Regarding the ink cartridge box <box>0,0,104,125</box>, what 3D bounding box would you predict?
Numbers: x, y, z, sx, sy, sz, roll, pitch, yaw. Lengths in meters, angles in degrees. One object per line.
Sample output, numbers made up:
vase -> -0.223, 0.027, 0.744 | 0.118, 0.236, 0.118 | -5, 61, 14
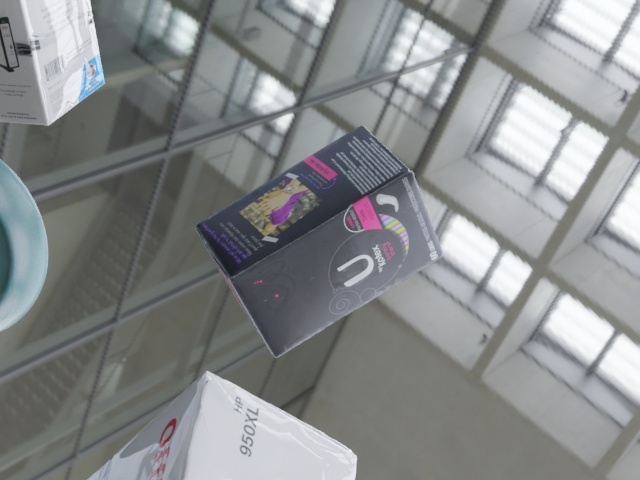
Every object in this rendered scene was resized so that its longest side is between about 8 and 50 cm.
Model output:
ink cartridge box -> -0.358, -0.268, 1.375 | 0.086, 0.148, 0.203 | 6, -60, 20

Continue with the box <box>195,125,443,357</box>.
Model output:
box -> 0.000, 0.000, 1.446 | 0.143, 0.270, 0.165 | 52, -9, 50

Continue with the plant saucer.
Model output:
plant saucer -> -0.538, 0.004, 1.515 | 0.318, 0.043, 0.317 | 3, -69, 9

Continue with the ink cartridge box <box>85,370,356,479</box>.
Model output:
ink cartridge box -> -0.157, 0.339, 0.909 | 0.166, 0.285, 0.395 | 31, -52, -21
